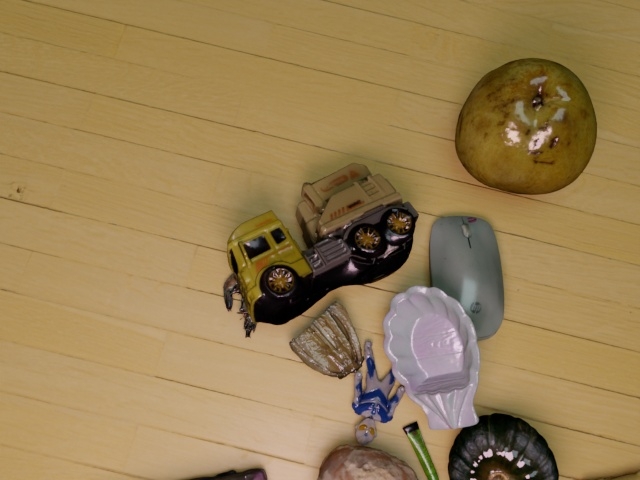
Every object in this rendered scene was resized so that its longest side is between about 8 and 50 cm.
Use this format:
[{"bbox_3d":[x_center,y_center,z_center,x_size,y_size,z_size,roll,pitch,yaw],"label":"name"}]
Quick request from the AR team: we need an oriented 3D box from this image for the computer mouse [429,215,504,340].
[{"bbox_3d":[0.323,0.076,1.293,0.160,0.097,0.288,2,75,-1],"label":"computer mouse"}]

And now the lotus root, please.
[{"bbox_3d":[0.021,0.228,1.248,0.143,0.070,0.144,-33,75,-17],"label":"lotus root"}]

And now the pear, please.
[{"bbox_3d":[0.455,-0.253,1.294,0.304,0.304,0.303,1,75,-3],"label":"pear"}]

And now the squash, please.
[{"bbox_3d":[0.356,0.451,1.150,0.218,0.172,0.218,0,86,-3],"label":"squash"}]

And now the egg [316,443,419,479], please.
[{"bbox_3d":[0.097,0.501,1.112,0.203,0.203,0.245,-41,71,-13],"label":"egg"}]

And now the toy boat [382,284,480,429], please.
[{"bbox_3d":[0.241,0.233,1.201,0.199,0.100,0.290,-18,79,31],"label":"toy boat"}]

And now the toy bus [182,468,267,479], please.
[{"bbox_3d":[-0.255,0.512,1.117,0.317,0.138,0.112,-11,77,-4],"label":"toy bus"}]

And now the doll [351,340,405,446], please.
[{"bbox_3d":[0.118,0.332,1.231,0.114,0.057,0.227,17,71,-3],"label":"doll"}]

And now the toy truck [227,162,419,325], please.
[{"bbox_3d":[0.000,0.000,1.238,0.405,0.180,0.254,-26,67,-16],"label":"toy truck"}]

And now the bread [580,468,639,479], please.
[{"bbox_3d":[0.623,0.587,1.139,0.204,0.162,0.262,-6,33,-4],"label":"bread"}]

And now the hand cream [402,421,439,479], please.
[{"bbox_3d":[0.211,0.441,1.222,0.036,0.023,0.122,-19,76,-18],"label":"hand cream"}]

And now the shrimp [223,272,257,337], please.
[{"bbox_3d":[-0.169,0.135,1.282,0.091,0.034,0.161,1,67,0],"label":"shrimp"}]
